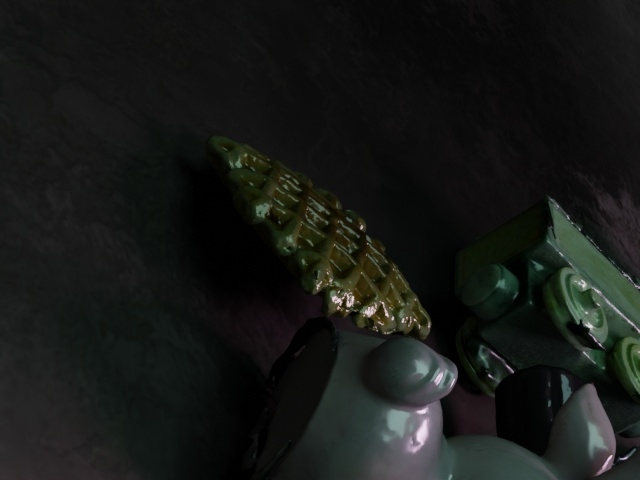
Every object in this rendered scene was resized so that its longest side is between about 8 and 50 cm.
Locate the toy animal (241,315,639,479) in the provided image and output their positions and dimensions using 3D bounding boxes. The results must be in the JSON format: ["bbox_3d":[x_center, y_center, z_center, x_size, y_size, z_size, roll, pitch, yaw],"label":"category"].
[{"bbox_3d":[0.099,0.193,1.185,0.310,0.247,0.183,30,12,-11],"label":"toy animal"}]

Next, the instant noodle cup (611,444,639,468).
[{"bbox_3d":[0.407,0.331,1.496,0.302,0.182,0.258,35,57,-24],"label":"instant noodle cup"}]

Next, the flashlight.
[{"bbox_3d":[0.210,0.314,1.340,0.103,0.103,0.423,27,52,-43],"label":"flashlight"}]

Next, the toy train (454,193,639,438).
[{"bbox_3d":[0.254,0.097,1.544,0.272,0.159,0.188,41,33,-25],"label":"toy train"}]

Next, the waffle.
[{"bbox_3d":[0.000,0.000,1.285,0.214,0.054,0.208,23,22,-53],"label":"waffle"}]
